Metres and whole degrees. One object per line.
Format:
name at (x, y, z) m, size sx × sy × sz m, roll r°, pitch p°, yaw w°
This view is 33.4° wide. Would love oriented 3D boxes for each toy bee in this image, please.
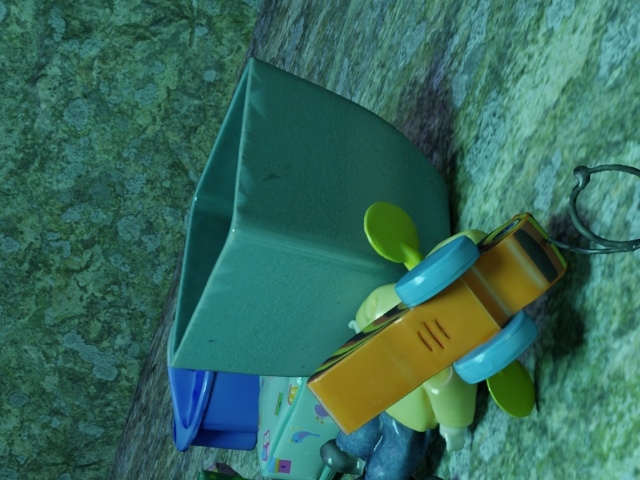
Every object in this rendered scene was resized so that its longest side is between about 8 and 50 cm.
toy bee at (0.136, 0.046, 0.844) m, size 0.162 × 0.298 × 0.195 m, roll -40°, pitch -66°, yaw -67°

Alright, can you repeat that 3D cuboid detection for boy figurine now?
boy figurine at (0.088, 0.108, 0.995) m, size 0.177 × 0.092 × 0.285 m, roll 43°, pitch 119°, yaw 44°

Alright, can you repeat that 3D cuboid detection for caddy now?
caddy at (-0.161, 0.182, 1.740) m, size 0.241 × 0.179 × 0.341 m, roll 129°, pitch 152°, yaw -57°

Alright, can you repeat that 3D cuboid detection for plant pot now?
plant pot at (0.000, 0.000, 1.143) m, size 0.248 × 0.252 × 0.247 m, roll 120°, pitch 158°, yaw -46°

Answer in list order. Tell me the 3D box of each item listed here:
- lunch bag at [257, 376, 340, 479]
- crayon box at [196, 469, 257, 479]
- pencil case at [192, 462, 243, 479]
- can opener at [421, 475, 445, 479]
lunch bag at (-0.010, 0.151, 1.329) m, size 0.279 × 0.107 × 0.224 m, roll -90°, pitch 15°, yaw -50°
crayon box at (-0.022, 0.362, 0.977) m, size 0.323 × 0.203 × 0.083 m, roll -102°, pitch 30°, yaw -59°
pencil case at (-0.224, 0.469, 1.399) m, size 0.386 × 0.167 × 0.160 m, roll -39°, pitch -12°, yaw -8°
can opener at (0.101, 0.285, 0.907) m, size 0.059 × 0.073 × 0.186 m, roll -26°, pitch 40°, yaw 18°
